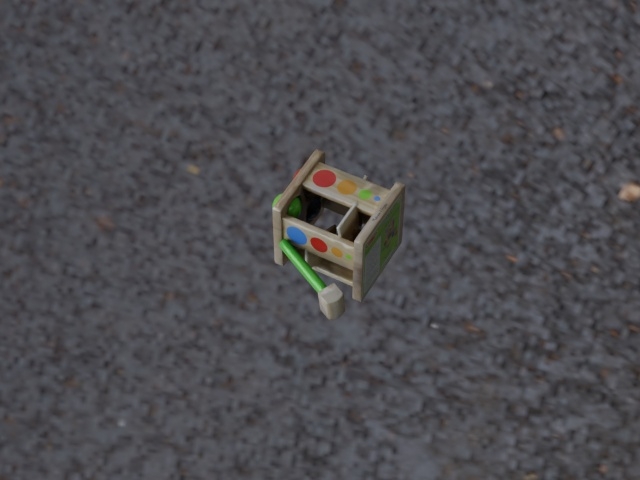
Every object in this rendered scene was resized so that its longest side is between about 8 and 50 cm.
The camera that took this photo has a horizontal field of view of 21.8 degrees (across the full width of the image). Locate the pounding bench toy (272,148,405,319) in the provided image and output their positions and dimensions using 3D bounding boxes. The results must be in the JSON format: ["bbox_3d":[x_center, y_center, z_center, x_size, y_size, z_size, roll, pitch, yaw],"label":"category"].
[{"bbox_3d":[0.000,0.000,0.946,0.065,0.052,0.083,23,54,18],"label":"pounding bench toy"}]
